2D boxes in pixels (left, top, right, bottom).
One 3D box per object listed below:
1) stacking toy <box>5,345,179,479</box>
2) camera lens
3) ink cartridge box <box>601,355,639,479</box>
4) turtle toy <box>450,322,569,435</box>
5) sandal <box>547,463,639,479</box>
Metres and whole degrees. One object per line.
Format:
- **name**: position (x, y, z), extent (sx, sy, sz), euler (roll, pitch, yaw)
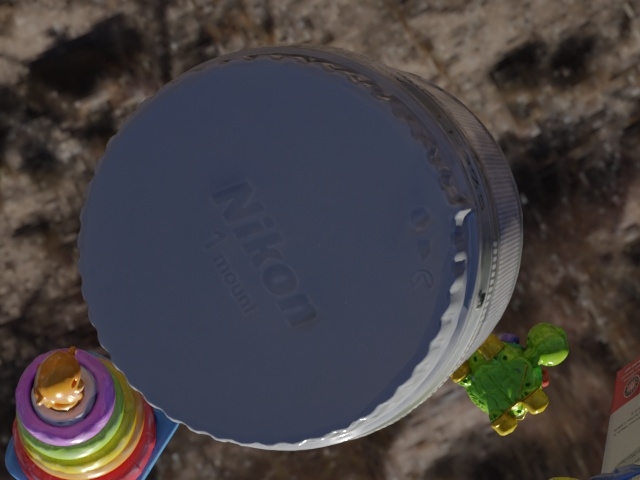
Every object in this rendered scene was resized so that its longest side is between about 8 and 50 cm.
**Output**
- **stacking toy**: position (-0.267, 0.179, 1.578), extent (0.175, 0.165, 0.302), euler (-58, 169, -18)
- **camera lens**: position (0.000, 0.000, 0.862), extent (0.219, 0.219, 0.274), euler (-30, 176, 13)
- **ink cartridge box**: position (0.389, 0.234, 1.538), extent (0.114, 0.273, 0.197), euler (26, 144, -10)
- **turtle toy**: position (0.198, 0.131, 1.493), extent (0.130, 0.095, 0.066), euler (-42, 176, 39)
- **sandal**: position (0.242, 0.256, 1.215), extent (0.138, 0.126, 0.317), euler (-18, -174, 18)
